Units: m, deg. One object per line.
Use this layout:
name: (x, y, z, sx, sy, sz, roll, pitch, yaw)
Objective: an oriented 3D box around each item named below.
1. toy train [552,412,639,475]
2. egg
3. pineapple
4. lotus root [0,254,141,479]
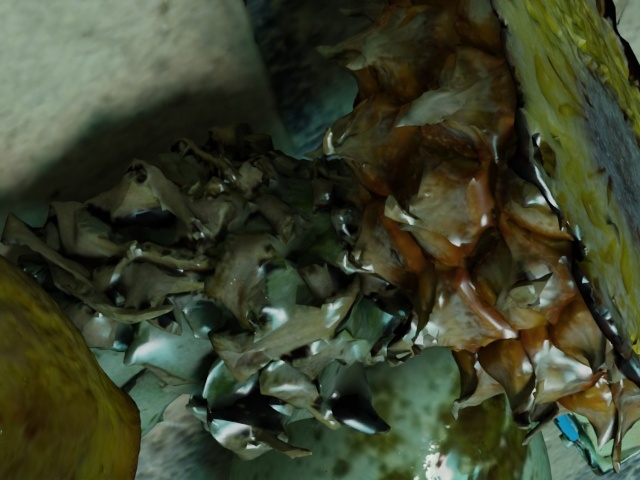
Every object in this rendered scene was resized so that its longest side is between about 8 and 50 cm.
toy train: (0.141, 0.061, 1.078, 0.072, 0.099, 0.188, -36, 147, 4)
egg: (0.037, 0.130, 1.002, 0.169, 0.169, 0.231, -18, 146, -25)
pineapple: (0.000, 0.000, 0.818, 0.272, 0.262, 0.262, -21, 151, 21)
lotus root: (-0.202, 0.080, 0.701, 0.291, 0.193, 0.193, 7, 127, -40)
